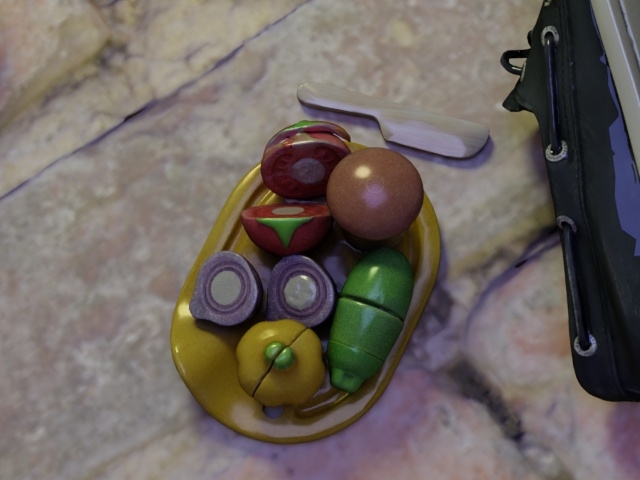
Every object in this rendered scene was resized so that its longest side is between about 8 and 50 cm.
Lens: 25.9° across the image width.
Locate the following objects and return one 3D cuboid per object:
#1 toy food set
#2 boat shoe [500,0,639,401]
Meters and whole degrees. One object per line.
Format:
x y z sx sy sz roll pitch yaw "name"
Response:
0.000 0.000 0.749 0.128 0.071 0.218 22 74 9 "toy food set"
0.153 -0.074 0.750 0.113 0.127 0.340 -22 76 40 "boat shoe"
